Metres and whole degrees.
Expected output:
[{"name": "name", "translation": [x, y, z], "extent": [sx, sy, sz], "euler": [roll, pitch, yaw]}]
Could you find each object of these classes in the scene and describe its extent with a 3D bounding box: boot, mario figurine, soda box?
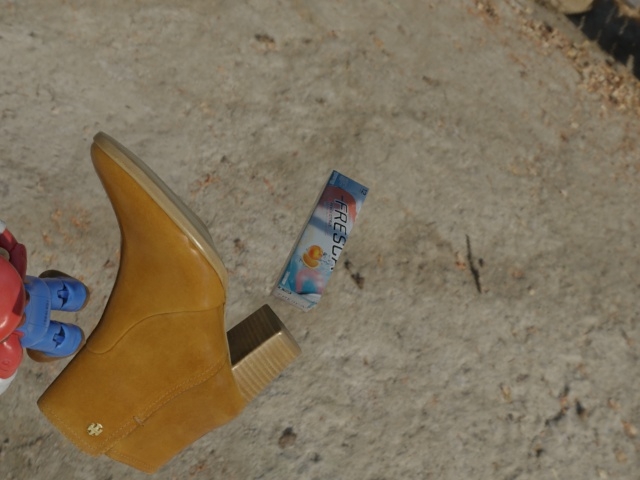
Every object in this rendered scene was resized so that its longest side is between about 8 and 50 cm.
[{"name": "boot", "translation": [-0.169, 0.075, 0.576], "extent": [0.295, 0.211, 0.104], "euler": [55, -4, -27]}, {"name": "mario figurine", "translation": [-0.416, 0.075, 0.808], "extent": [0.170, 0.320, 0.198], "euler": [-32, 77, -4]}, {"name": "soda box", "translation": [0.000, 0.000, 0.876], "extent": [0.058, 0.063, 0.183], "euler": [27, 68, -6]}]
